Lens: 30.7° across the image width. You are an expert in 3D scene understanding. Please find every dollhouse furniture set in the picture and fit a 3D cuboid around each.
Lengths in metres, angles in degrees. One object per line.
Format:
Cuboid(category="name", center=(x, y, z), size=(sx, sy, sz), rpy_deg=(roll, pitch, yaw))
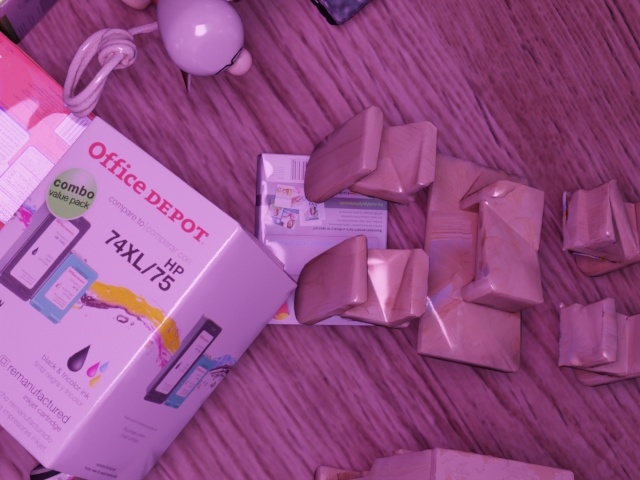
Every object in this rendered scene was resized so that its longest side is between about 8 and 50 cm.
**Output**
Cuboid(category="dollhouse furniture set", center=(0.138, 0.114, 1.237), size=(0.362, 0.256, 0.394), rpy_deg=(14, 70, -22))

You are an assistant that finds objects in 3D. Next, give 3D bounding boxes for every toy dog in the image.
Cuboid(category="toy dog", center=(-0.118, -0.240, 1.162), size=(0.161, 0.220, 0.333), rpy_deg=(34, 41, -35))

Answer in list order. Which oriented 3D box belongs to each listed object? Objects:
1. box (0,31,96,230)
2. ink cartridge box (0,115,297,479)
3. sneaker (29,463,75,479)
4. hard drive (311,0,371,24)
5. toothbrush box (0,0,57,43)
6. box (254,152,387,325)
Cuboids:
Cuboid(category="box", center=(-0.365, -0.144, 1.172), size=(0.300, 0.142, 0.154), rpy_deg=(41, 83, -7))
Cuboid(category="ink cartridge box", center=(-0.197, 0.065, 1.122), size=(0.198, 0.197, 0.270), rpy_deg=(36, 84, 22))
Cuboid(category="sneaker", center=(-0.245, 0.194, 1.237), size=(0.170, 0.063, 0.075), rpy_deg=(-37, 92, -10))
Cuboid(category="hard drive", center=(0.002, -0.435, 1.250), size=(0.237, 0.064, 0.339), rpy_deg=(-40, 105, -1))
Cuboid(category="toothbrush box", center=(-0.374, -0.342, 1.138), size=(0.283, 0.206, 0.122), rpy_deg=(43, 84, -8))
Cuboid(category="box", center=(0.000, 0.000, 1.291), size=(0.145, 0.038, 0.186), rpy_deg=(1, 89, -11))
